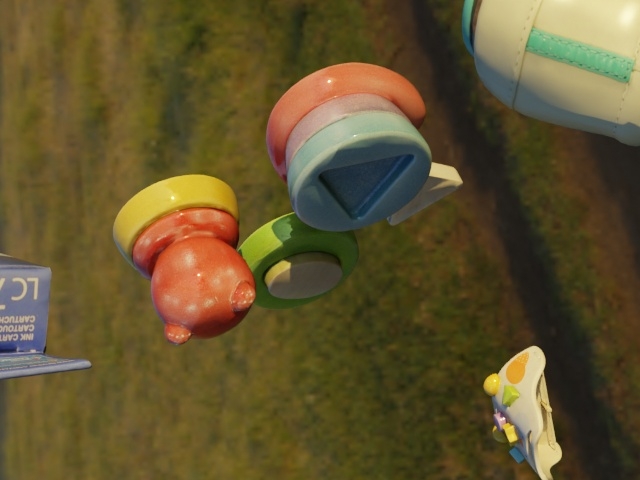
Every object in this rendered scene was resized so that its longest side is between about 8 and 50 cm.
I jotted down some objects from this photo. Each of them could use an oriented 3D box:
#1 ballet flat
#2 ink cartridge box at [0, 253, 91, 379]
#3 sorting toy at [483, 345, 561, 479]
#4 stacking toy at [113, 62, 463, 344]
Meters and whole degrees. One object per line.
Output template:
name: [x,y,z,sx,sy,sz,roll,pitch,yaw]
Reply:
ballet flat: [0.143,-0.094,0.472,0.086,0.248,0.086,21,127,31]
ink cartridge box: [-0.291,0.026,0.792,0.311,0.185,0.065,15,101,46]
sorting toy: [0.144,0.129,0.923,0.075,0.044,0.083,-106,2,-65]
stacking toy: [0.000,0.000,1.266,0.279,0.309,0.130,32,-152,-51]
